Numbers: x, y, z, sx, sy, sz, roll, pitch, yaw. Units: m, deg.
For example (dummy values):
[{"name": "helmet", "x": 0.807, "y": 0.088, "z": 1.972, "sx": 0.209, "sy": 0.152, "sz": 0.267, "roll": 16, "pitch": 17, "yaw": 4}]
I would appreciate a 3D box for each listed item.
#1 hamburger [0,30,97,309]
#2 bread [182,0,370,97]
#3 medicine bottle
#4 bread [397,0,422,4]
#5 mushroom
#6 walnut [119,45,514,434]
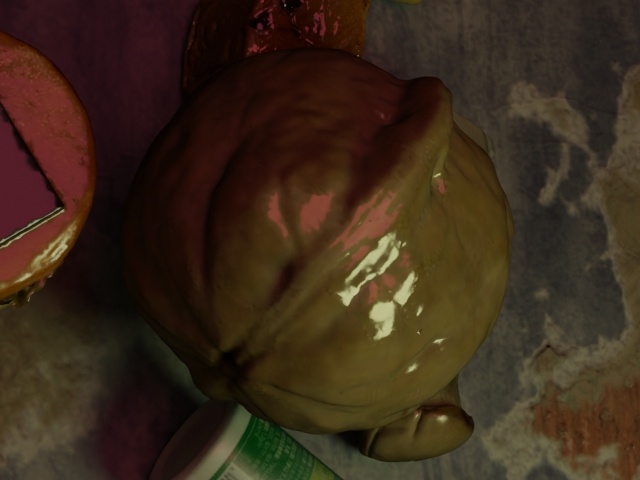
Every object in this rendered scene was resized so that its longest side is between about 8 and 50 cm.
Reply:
[{"name": "hamburger", "x": -0.340, "y": -0.051, "z": 1.643, "sx": 0.291, "sy": 0.225, "sz": 0.291, "roll": 5, "pitch": 76, "yaw": -22}, {"name": "bread", "x": -0.046, "y": -0.196, "z": 1.903, "sx": 0.143, "sy": 0.158, "sz": 0.149, "roll": 18, "pitch": 66, "yaw": -31}, {"name": "medicine bottle", "x": -0.025, "y": 0.276, "z": 1.791, "sx": 0.274, "sy": 0.133, "sz": 0.133, "roll": 42, "pitch": 59, "yaw": -14}, {"name": "bread", "x": 0.057, "y": -0.396, "z": 1.992, "sx": 0.211, "sy": 0.224, "sz": 0.183, "roll": 13, "pitch": 64, "yaw": -19}, {"name": "mushroom", "x": 0.099, "y": 0.027, "z": 1.935, "sx": 0.154, "sy": 0.137, "sz": 0.407, "roll": 9, "pitch": 74, "yaw": -40}, {"name": "walnut", "x": 0.000, "y": 0.000, "z": 1.701, "sx": 0.381, "sy": 0.381, "sz": 0.381, "roll": 9, "pitch": 72, "yaw": -28}]
